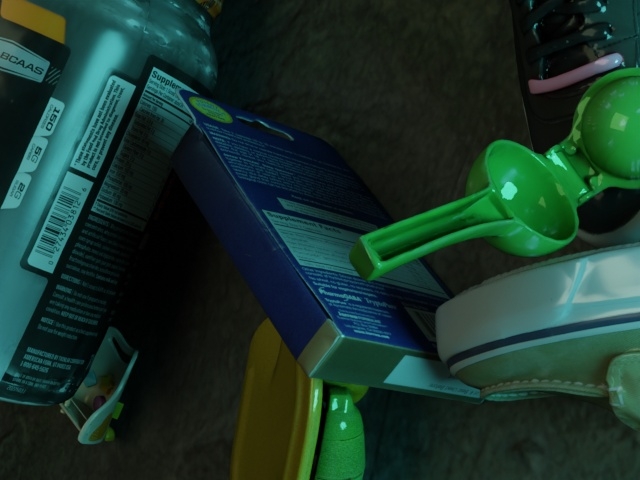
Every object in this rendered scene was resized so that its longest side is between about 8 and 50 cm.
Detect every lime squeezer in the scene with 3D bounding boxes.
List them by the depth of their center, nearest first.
[{"bbox_3d":[0.125,-0.051,0.511,0.059,0.310,0.110,50,156,25],"label":"lime squeezer"}]

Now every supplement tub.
[{"bbox_3d":[-0.207,-0.069,0.844,0.207,0.207,0.338,21,86,48],"label":"supplement tub"}]

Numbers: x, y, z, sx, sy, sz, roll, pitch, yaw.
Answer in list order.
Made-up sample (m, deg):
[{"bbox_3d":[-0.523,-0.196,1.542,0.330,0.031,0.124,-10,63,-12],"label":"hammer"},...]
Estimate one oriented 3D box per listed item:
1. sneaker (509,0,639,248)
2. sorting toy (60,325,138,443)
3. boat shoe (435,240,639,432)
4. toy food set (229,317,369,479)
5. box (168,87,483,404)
[{"bbox_3d":[0.109,-0.146,0.588,0.104,0.147,0.296,-13,72,43],"label":"sneaker"},{"bbox_3d":[-0.170,0.108,0.902,0.083,0.045,0.075,36,98,48],"label":"sorting toy"},{"bbox_3d":[0.176,0.048,0.498,0.302,0.109,0.094,-13,74,42],"label":"boat shoe"},{"bbox_3d":[-0.005,0.136,0.694,0.128,0.071,0.218,-135,54,-66],"label":"toy food set"},{"bbox_3d":[0.000,0.000,0.674,0.036,0.136,0.225,-54,46,22],"label":"box"}]
